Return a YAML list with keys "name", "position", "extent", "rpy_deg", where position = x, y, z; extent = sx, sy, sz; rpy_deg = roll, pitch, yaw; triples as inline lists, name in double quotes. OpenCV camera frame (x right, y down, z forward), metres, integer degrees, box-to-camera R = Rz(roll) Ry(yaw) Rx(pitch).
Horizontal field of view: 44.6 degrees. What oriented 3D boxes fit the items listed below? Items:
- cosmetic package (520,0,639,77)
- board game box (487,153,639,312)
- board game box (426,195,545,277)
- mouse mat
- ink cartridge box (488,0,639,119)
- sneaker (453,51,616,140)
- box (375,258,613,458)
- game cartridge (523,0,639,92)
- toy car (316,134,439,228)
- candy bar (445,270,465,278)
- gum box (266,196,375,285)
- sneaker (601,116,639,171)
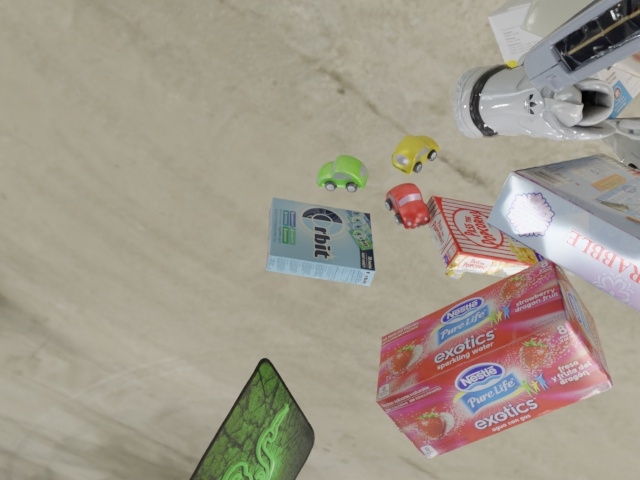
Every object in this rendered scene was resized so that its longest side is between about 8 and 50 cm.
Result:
- name: "cosmetic package"
  position: [0.419, -0.291, 0.956]
  extent: [0.296, 0.153, 0.129]
  rpy_deg: [25, 160, 3]
- name: "board game box"
  position: [0.384, 0.012, 0.838]
  extent: [0.318, 0.318, 0.066]
  rpy_deg: [34, 117, 27]
- name: "board game box"
  position: [0.291, -0.003, 1.390]
  extent: [0.193, 0.147, 0.045]
  rpy_deg: [8, 131, -24]
- name: "mouse mat"
  position: [-0.070, 0.240, 0.826]
  extent: [0.007, 0.190, 0.153]
  rpy_deg: [2, 134, 35]
- name: "ink cartridge box"
  position: [0.510, -0.394, 1.598]
  extent: [0.197, 0.198, 0.270]
  rpy_deg: [-2, 122, 49]
- name: "sneaker"
  position: [0.391, -0.231, 1.253]
  extent: [0.210, 0.365, 0.138]
  rpy_deg: [10, 111, 41]
- name: "box"
  position: [0.206, 0.148, 0.965]
  extent: [0.256, 0.128, 0.123]
  rpy_deg: [-29, 115, 24]
- name: "game cartridge"
  position: [0.303, -0.219, 0.619]
  extent: [0.060, 0.196, 0.294]
  rpy_deg: [57, 166, -3]
- name: "toy car"
  position: [0.100, -0.124, 1.442]
  extent: [0.224, 0.239, 0.053]
  rpy_deg: [3, 137, 13]
- name: "candy bar"
  position: [0.328, 0.037, 1.722]
  extent: [0.040, 0.018, 0.161]
  rpy_deg: [10, 140, -20]
- name: "gum box"
  position: [0.000, 0.000, 1.381]
  extent: [0.184, 0.157, 0.041]
  rpy_deg: [10, 130, -9]
- name: "sneaker"
  position: [0.578, -0.171, 1.455]
  extent: [0.105, 0.115, 0.281]
  rpy_deg: [-2, -172, 12]
